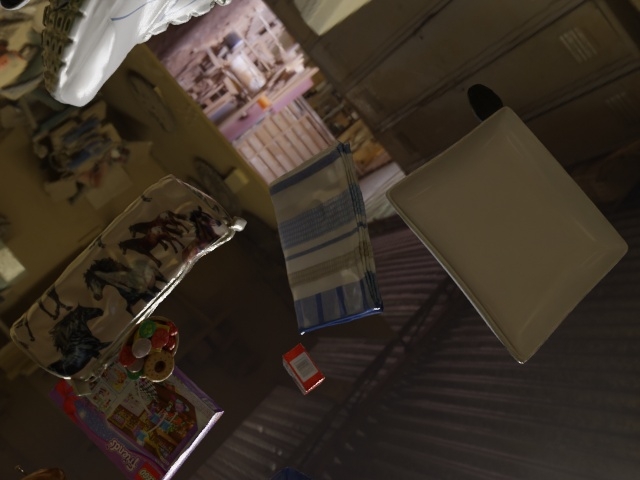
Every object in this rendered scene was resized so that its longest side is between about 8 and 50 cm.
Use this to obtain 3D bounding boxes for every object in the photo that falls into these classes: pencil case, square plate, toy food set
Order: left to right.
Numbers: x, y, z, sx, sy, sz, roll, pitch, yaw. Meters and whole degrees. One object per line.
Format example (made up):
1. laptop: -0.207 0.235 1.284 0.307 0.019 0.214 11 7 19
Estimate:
1. pencil case: -0.326 0.063 1.031 0.410 0.183 0.160 -47 174 -5
2. toy food set: -0.210 0.134 0.730 0.020 0.083 0.083 19 -93 41
3. square plate: 0.323 -0.025 1.014 0.347 0.344 0.049 -36 174 -28

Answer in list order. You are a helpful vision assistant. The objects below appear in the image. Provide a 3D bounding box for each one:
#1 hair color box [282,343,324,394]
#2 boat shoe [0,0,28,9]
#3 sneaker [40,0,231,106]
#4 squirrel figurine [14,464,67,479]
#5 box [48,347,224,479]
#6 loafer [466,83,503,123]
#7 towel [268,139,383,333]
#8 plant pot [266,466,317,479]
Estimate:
1. hair color box: -0.041 0.293 1.328 0.053 0.093 0.167 -35 167 -11
2. boat shoe: -0.445 -0.407 0.897 0.184 0.066 0.063 -7 -126 40
3. sneaker: -0.125 -0.230 0.491 0.297 0.129 0.111 -52 -135 8
4. squirrel figurine: -0.445 0.476 0.742 0.371 0.281 0.397 1 -130 56
5. box: -0.362 0.318 1.153 0.201 0.293 0.057 -51 165 -3
6. loafer: 0.361 -0.253 1.230 0.062 0.170 0.061 -30 158 7
7. towel: 0.000 0.000 0.983 0.034 0.284 0.209 -1 165 -43
8. plant pot: -0.056 0.640 1.187 0.236 0.236 0.212 -43 -154 17
